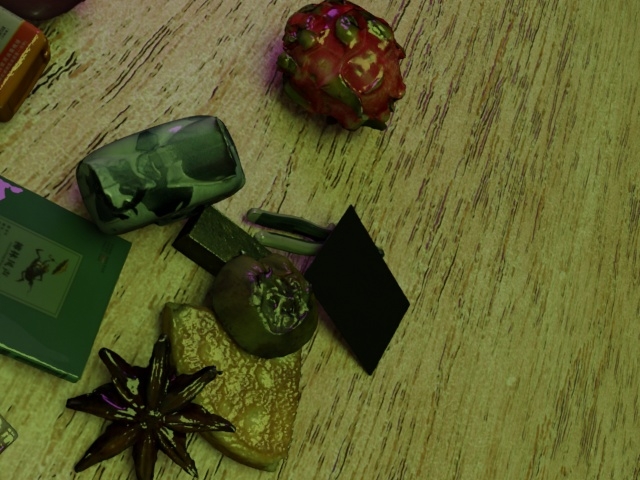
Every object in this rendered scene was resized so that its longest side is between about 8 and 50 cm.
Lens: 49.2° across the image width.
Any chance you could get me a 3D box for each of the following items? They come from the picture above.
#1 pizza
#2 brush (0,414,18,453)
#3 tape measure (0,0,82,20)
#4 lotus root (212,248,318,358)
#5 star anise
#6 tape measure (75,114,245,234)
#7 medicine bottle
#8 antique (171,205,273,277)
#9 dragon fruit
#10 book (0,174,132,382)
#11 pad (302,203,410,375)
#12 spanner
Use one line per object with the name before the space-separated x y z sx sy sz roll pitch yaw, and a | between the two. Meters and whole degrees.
pizza | -0.165 0.253 1.205 0.268 0.087 0.257 18 69 -29
brush | -0.554 0.179 0.975 0.321 0.050 0.060 53 41 -11
tape measure | -0.468 -0.484 1.116 0.245 0.149 0.231 61 21 -7
lotus root | -0.079 0.102 1.203 0.203 0.078 0.183 53 50 -6
star anise | -0.272 0.274 1.116 0.272 0.102 0.272 -1 96 -11
tape measure | -0.253 -0.100 1.120 0.256 0.275 0.147 -20 95 -6
medicine bottle | -0.542 -0.297 1.052 0.222 0.112 0.149 30 78 -12
antique | -0.152 0.034 1.273 0.221 0.081 0.080 39 60 -20
dragon fruit | 0.050 -0.351 1.432 0.303 0.237 0.231 30 83 -37
book | -0.487 0.025 1.046 0.379 0.031 0.264 32 51 -25
pad | 0.080 0.103 1.407 0.202 0.005 0.299 -56 128 -32
spanner | 0.000 0.000 1.392 0.325 0.040 0.095 13 41 -34
